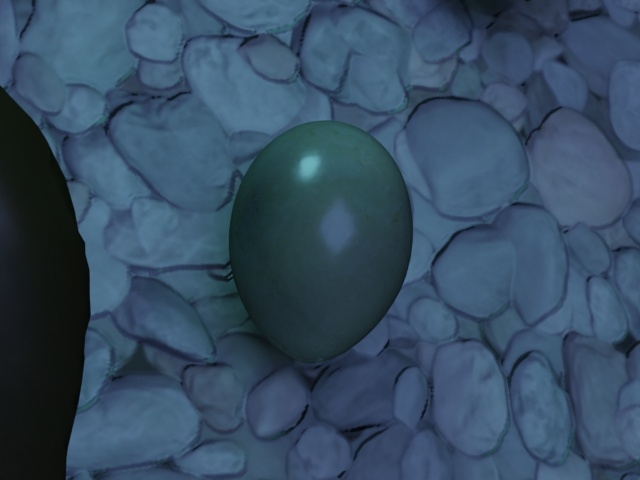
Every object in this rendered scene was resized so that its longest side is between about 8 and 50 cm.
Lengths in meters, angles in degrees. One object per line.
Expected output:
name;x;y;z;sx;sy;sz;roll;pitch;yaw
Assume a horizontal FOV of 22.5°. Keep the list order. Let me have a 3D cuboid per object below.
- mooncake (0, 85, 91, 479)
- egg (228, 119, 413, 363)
mooncake;-0.340;0.053;0.715;0.467;0.262;0.467;1;87;-27
egg;0.000;0.000;0.994;0.114;0.114;0.152;11;76;-21
